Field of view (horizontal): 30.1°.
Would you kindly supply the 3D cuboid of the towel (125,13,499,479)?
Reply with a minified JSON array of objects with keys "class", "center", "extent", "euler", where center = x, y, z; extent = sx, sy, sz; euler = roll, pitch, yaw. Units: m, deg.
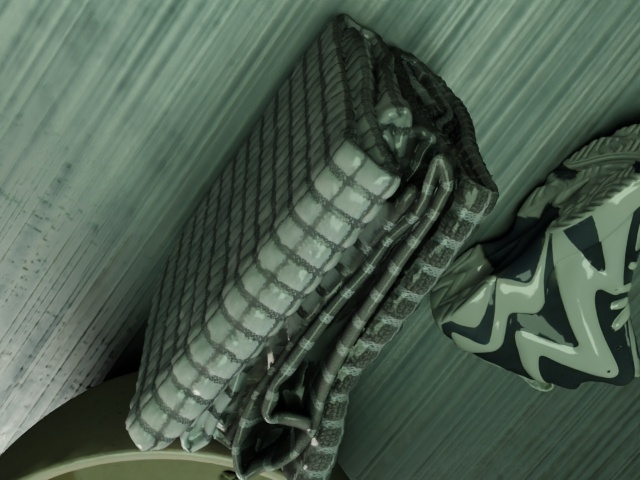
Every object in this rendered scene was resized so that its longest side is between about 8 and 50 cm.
[{"class":"towel","center":[0.000,0.000,0.755],"extent":[0.121,0.284,0.235],"euler":[32,109,-15]}]

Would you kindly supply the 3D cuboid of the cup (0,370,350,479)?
[{"class":"cup","center":[-0.110,0.226,0.878],"extent":[0.331,0.237,0.331],"euler":[-1,114,-3]}]

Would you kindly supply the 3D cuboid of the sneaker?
[{"class":"sneaker","center":[0.214,0.029,0.889],"extent":[0.153,0.094,0.235],"euler":[41,106,-21]}]
